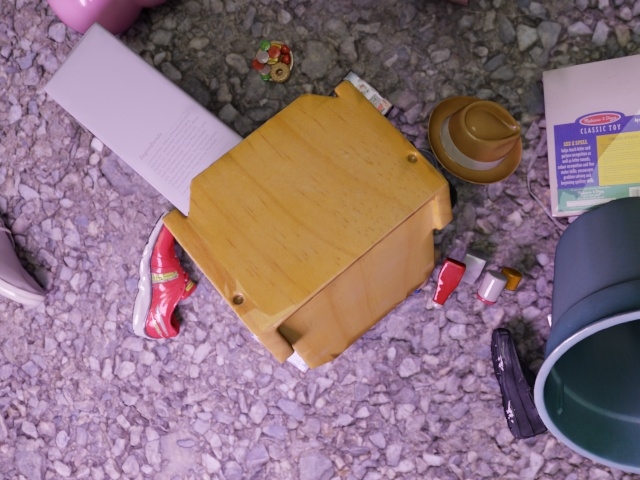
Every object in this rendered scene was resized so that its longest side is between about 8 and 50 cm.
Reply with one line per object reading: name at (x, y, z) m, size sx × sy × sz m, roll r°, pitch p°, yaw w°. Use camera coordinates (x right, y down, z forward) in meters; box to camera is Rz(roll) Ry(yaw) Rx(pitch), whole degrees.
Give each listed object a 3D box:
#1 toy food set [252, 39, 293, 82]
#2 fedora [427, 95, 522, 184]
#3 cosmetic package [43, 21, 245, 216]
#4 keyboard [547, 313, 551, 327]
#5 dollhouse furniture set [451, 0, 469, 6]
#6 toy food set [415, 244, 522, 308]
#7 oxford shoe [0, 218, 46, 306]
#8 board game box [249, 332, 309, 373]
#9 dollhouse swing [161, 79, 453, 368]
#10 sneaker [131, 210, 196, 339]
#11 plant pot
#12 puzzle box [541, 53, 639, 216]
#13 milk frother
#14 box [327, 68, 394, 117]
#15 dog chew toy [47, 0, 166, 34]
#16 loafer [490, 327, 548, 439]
toy food set at (-0.096, -0.365, 1.167) m, size 0.083 × 0.020 × 0.083 m, roll 15°, pitch 97°, yaw 10°
fedora at (0.294, -0.196, 1.040) m, size 0.195 × 0.079 × 0.194 m, roll 4°, pitch 74°, yaw -14°
cosmetic package at (-0.257, -0.179, 1.066) m, size 0.453 × 0.230 × 0.161 m, roll 39°, pitch 92°, yaw 14°
keyboard at (0.507, 0.258, 1.101) m, size 0.072 × 0.014 × 0.255 m, roll -16°, pitch 91°, yaw 11°
dollhouse furniture set at (0.205, -0.630, 0.918) m, size 0.257 × 0.362 × 0.394 m, roll 25°, pitch 106°, yaw 8°
toy food set at (0.253, 0.074, 1.091) m, size 0.232 × 0.111 × 0.104 m, roll 22°, pitch 114°, yaw 6°
oxford shoe at (-0.765, -0.027, 1.258) m, size 0.449 × 0.169 × 0.130 m, roll 42°, pitch 78°, yaw 6°
board game box at (-0.016, 0.121, 1.184) m, size 0.145 × 0.027 × 0.281 m, roll 33°, pitch 99°, yaw 5°
dollhouse swing at (0.000, 0.000, 0.945) m, size 0.347 × 0.305 × 0.315 m, roll -40°, pitch 78°, yaw -7°
sneaker at (-0.320, 0.075, 1.217) m, size 0.119 × 0.107 × 0.278 m, roll 9°, pitch 100°, yaw -8°
plant pot at (0.508, 0.122, 0.892) m, size 0.341 × 0.334 × 0.341 m, roll 9°, pitch 127°, yaw 11°
puzzle box at (0.601, -0.188, 0.973) m, size 0.409 × 0.052 × 0.271 m, roll -3°, pitch 88°, yaw 25°
milk frother at (0.163, -0.098, 1.079) m, size 0.143 × 0.135 × 0.129 m, roll -42°, pitch 55°, yaw 8°
box at (0.037, -0.223, 1.144) m, size 0.114 × 0.036 × 0.207 m, roll 42°, pitch 100°, yaw 5°
dog chew toy at (-0.375, -0.544, 1.125) m, size 0.332 × 0.206 × 0.206 m, roll -25°, pitch 89°, yaw 3°
loafer at (0.381, 0.270, 1.098) m, size 0.078 × 0.076 × 0.223 m, roll -14°, pitch 96°, yaw 6°
